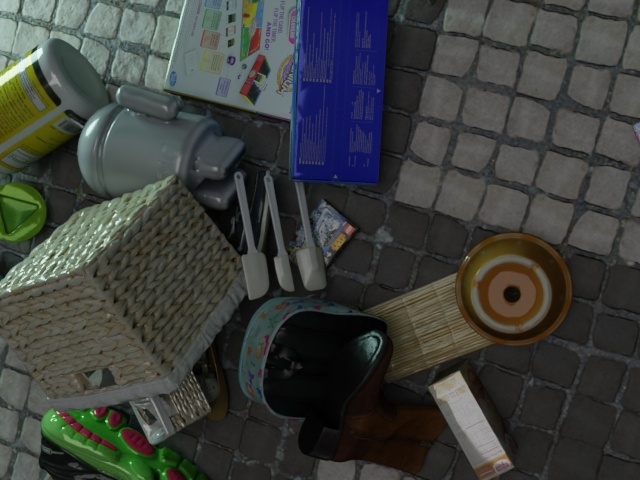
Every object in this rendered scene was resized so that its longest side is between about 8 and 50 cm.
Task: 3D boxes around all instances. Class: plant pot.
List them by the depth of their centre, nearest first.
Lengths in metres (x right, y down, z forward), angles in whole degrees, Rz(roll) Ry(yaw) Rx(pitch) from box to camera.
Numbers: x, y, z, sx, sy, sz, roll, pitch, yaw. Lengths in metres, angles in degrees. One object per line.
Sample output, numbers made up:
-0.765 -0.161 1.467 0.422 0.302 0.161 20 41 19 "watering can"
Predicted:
0.327 0.086 1.339 0.205 0.188 0.205 0 90 16 "plant pot"

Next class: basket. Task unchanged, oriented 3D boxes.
-0.357 0.092 1.410 0.328 0.331 0.266 -16 115 33 "basket"
-0.297 0.325 1.542 0.103 0.167 0.113 -24 81 -30 "basket"

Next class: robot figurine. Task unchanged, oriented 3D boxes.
-0.323 -0.162 1.535 0.354 0.199 0.299 13 127 16 "robot figurine"

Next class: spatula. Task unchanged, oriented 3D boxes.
-0.078 -0.017 1.482 0.168 0.019 0.242 -8 83 -22 "spatula"

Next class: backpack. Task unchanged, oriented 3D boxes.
-0.024 0.212 1.424 0.191 0.254 0.225 17 97 51 "backpack"

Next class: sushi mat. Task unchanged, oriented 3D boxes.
0.241 0.147 1.471 0.317 0.019 0.151 -24 83 15 "sushi mat"

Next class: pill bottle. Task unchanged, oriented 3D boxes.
-0.625 -0.258 1.628 0.334 0.188 0.188 -29 82 14 "pill bottle"

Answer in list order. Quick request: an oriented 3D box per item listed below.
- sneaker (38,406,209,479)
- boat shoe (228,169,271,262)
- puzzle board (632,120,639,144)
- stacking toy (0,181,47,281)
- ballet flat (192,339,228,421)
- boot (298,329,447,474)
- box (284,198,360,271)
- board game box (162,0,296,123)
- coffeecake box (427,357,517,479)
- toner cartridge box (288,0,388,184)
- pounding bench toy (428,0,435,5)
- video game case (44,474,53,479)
-0.380 0.522 1.589 0.483 0.185 0.202 37 117 16 "sneaker"
-0.140 -0.016 1.543 0.079 0.095 0.254 8 101 4 "boat shoe"
0.626 -0.185 1.366 0.128 0.011 0.096 -23 84 15 "puzzle board"
-0.718 0.024 1.724 0.280 0.130 0.308 -17 88 -11 "stacking toy"
-0.242 0.257 1.579 0.080 0.073 0.232 -13 87 14 "ballet flat"
0.135 0.295 1.377 0.096 0.280 0.264 38 107 56 "boot"
0.000 0.000 1.534 0.094 0.027 0.137 42 101 13 "box"
-0.135 -0.374 1.553 0.317 0.064 0.242 17 94 15 "board game box"
0.274 0.316 1.397 0.068 0.142 0.185 -31 82 14 "coffeecake box"
0.031 -0.280 1.456 0.165 0.075 0.347 2 96 -9 "toner cartridge box"
0.198 -0.498 1.465 0.065 0.052 0.083 30 98 14 "pounding bench toy"
-0.566 0.599 1.699 0.157 0.019 0.143 43 100 13 "video game case"
